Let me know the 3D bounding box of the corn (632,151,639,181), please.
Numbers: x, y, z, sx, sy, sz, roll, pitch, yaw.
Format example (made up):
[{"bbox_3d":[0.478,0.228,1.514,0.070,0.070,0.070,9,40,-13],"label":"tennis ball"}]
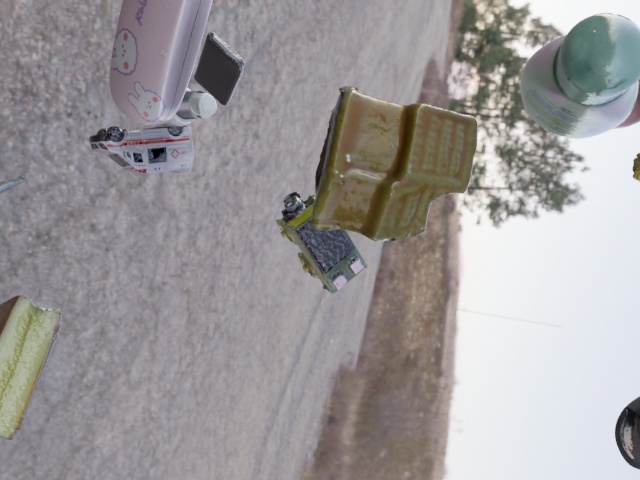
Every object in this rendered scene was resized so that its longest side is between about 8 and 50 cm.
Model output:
[{"bbox_3d":[0.615,-0.101,1.175,0.067,0.206,0.067,15,90,-76],"label":"corn"}]

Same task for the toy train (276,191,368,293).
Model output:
[{"bbox_3d":[0.000,0.000,1.807,0.261,0.134,0.177,58,-14,-23],"label":"toy train"}]

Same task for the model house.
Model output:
[{"bbox_3d":[0.117,-0.119,1.139,0.173,0.239,0.268,111,-9,-81],"label":"model house"}]

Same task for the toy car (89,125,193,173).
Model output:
[{"bbox_3d":[-0.368,-0.186,1.498,0.089,0.210,0.108,9,-75,56],"label":"toy car"}]

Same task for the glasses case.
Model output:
[{"bbox_3d":[-0.212,-0.299,0.974,0.075,0.113,0.296,-16,132,-56],"label":"glasses case"}]

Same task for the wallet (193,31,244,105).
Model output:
[{"bbox_3d":[-0.308,-0.513,2.196,0.044,0.149,0.250,-46,179,-28],"label":"wallet"}]

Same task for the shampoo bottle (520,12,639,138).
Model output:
[{"bbox_3d":[0.498,-0.306,1.359,0.151,0.222,0.349,-58,171,-1],"label":"shampoo bottle"}]

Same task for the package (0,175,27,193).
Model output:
[{"bbox_3d":[-0.541,-0.082,1.197,0.110,0.037,0.015,-30,122,-30],"label":"package"}]

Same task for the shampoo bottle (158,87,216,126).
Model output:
[{"bbox_3d":[-0.248,-0.242,1.293,0.074,0.192,0.074,-5,98,-38],"label":"shampoo bottle"}]

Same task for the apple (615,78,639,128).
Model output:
[{"bbox_3d":[0.730,-0.374,1.804,0.199,0.199,0.199,9,90,-84],"label":"apple"}]

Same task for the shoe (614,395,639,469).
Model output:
[{"bbox_3d":[0.573,0.266,1.141,0.093,0.241,0.108,42,18,-55],"label":"shoe"}]

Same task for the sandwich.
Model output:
[{"bbox_3d":[-0.442,0.167,1.038,0.244,0.090,0.088,-61,-148,18],"label":"sandwich"}]
